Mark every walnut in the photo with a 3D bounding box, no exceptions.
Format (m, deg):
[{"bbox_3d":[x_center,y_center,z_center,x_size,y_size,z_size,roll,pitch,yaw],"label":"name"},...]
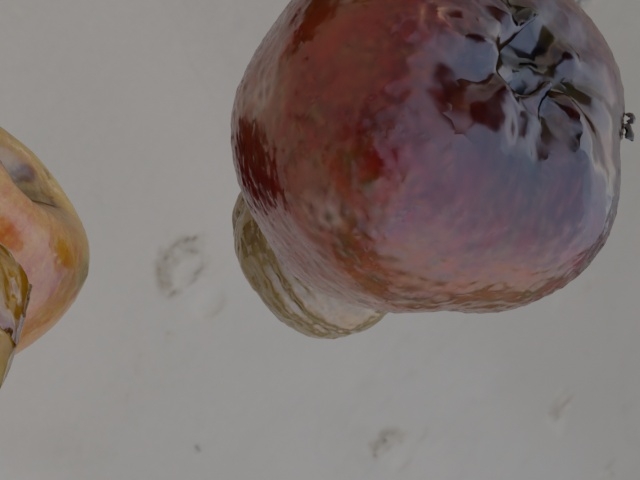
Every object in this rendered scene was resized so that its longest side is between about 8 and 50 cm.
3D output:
[{"bbox_3d":[0.000,0.000,1.382,0.213,0.213,0.213,-27,140,-24],"label":"walnut"}]

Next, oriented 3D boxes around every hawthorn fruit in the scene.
[{"bbox_3d":[0.047,-0.075,0.949,0.284,0.369,0.285,4,84,-39],"label":"hawthorn fruit"}]

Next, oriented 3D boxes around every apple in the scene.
[{"bbox_3d":[-0.400,0.005,1.280,0.275,0.299,0.299,-41,144,-1],"label":"apple"}]

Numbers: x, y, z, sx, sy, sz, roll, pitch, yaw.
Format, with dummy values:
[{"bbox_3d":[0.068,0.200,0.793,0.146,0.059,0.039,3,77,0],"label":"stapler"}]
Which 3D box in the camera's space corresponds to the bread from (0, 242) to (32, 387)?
[{"bbox_3d":[-0.203,0.041,0.444,0.158,0.143,0.149,-20,122,17],"label":"bread"}]
